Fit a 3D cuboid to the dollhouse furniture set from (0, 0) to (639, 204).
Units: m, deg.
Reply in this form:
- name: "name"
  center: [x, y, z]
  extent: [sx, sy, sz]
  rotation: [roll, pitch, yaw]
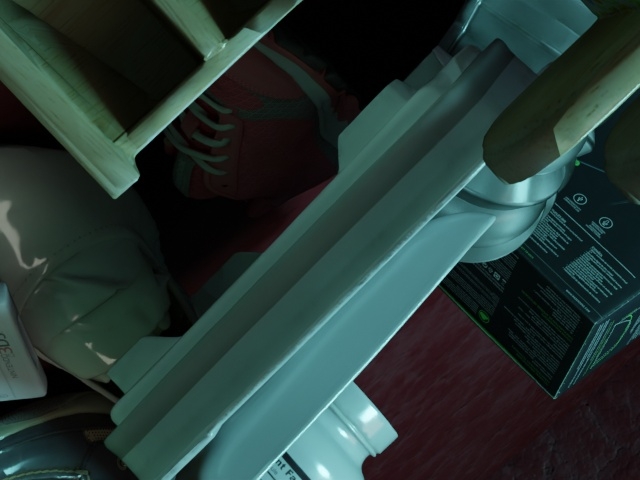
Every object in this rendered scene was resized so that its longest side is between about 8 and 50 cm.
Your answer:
- name: "dollhouse furniture set"
  center: [-0.042, -0.161, 0.541]
  extent: [0.256, 0.362, 0.394]
  rotation: [-44, -172, -3]

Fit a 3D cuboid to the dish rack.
- name: "dish rack"
  center: [0.000, 0.000, 0.900]
  extent: [0.333, 0.072, 0.285]
  rotation: [-45, 180, 19]

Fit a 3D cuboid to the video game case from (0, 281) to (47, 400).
- name: "video game case"
  center: [-0.259, 0.071, 0.904]
  extent: [0.157, 0.019, 0.143]
  rotation: [-6, 152, -3]

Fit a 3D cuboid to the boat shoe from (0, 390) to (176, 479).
- name: "boat shoe"
  center: [-0.179, 0.203, 1.198]
  extent: [0.355, 0.130, 0.132]
  rotation: [-8, 150, -48]

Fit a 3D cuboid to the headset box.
- name: "headset box"
  center: [0.250, -0.033, 1.403]
  extent: [0.283, 0.246, 0.131]
  rotation: [-32, 155, -30]

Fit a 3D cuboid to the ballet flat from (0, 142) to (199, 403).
- name: "ballet flat"
  center: [-0.145, 0.052, 1.026]
  extent: [0.139, 0.139, 0.400]
  rotation: [-42, 158, -5]

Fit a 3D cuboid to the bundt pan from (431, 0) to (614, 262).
- name: "bundt pan"
  center: [0.169, -0.120, 1.141]
  extent: [0.331, 0.124, 0.331]
  rotation: [-55, 171, -13]

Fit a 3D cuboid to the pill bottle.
- name: "pill bottle"
  center: [-0.085, 0.253, 1.428]
  extent: [0.323, 0.181, 0.181]
  rotation: [-42, 158, -6]

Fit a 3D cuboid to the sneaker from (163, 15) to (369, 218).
- name: "sneaker"
  center: [-0.051, -0.081, 0.965]
  extent: [0.136, 0.116, 0.314]
  rotation: [-44, 159, 4]

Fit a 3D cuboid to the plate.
- name: "plate"
  center: [-0.011, 0.090, 1.060]
  extent: [0.277, 0.045, 0.278]
  rotation: [-48, -179, -14]
